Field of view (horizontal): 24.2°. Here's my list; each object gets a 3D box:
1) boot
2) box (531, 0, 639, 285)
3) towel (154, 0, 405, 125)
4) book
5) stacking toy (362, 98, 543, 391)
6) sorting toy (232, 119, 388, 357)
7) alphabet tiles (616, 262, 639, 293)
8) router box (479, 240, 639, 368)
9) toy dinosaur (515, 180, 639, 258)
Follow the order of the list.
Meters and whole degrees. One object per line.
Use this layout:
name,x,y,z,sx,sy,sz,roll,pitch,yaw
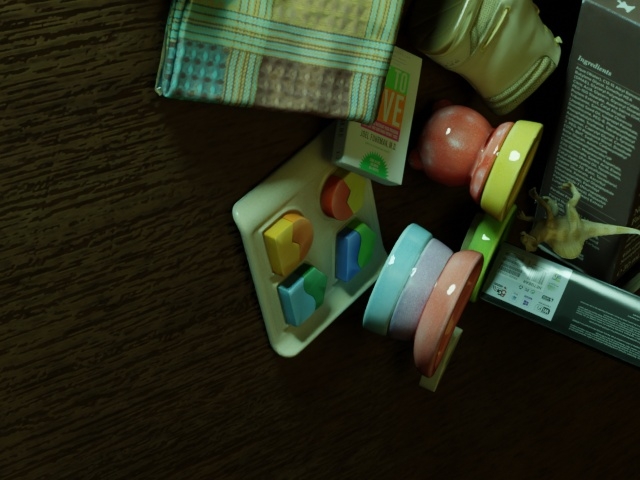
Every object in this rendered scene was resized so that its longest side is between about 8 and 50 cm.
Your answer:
boot,0.222,-0.291,1.711,0.203,0.095,0.262,33,82,-50
box,0.398,-0.152,1.871,0.191,0.143,0.381,-34,143,-36
towel,-0.010,-0.304,1.437,0.271,0.040,0.370,4,103,-35
book,0.058,-0.141,1.610,0.096,0.035,0.144,18,77,-46
stacking toy,0.132,0.009,1.744,0.309,0.130,0.279,-61,169,-22
sorting toy,0.000,0.000,1.621,0.193,0.038,0.208,-42,133,-30
alphabet tiles,0.481,0.009,2.067,0.284,0.021,0.278,-38,171,-40
router box,0.374,0.109,1.848,0.081,0.308,0.243,-66,156,0
toy dinosaur,0.300,-0.020,1.818,0.183,0.053,0.093,-6,67,-29
